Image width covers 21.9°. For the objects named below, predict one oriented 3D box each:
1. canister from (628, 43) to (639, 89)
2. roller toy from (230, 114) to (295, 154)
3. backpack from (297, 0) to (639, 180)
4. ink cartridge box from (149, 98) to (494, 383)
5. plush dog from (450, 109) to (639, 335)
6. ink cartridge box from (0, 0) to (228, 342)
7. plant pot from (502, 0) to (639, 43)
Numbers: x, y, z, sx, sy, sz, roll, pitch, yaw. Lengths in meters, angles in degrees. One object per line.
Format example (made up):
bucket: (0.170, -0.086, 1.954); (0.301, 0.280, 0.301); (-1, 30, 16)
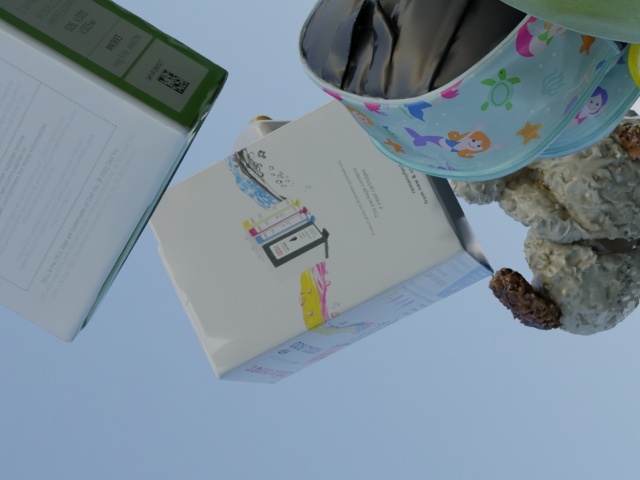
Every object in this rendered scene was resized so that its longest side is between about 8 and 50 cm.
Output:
canister: (0.282, -0.087, 1.023); (0.126, 0.073, 0.170); (48, 168, -29)
roller toy: (-0.037, -0.060, 2.100); (0.146, 0.191, 0.209); (-1, -91, -24)
backpack: (0.118, -0.160, 1.122); (0.225, 0.253, 0.191); (21, 158, 49)
ink cartridge box: (0.000, 0.000, 1.418); (0.168, 0.233, 0.171); (65, -170, 13)
plush dog: (0.281, -0.014, 1.703); (0.262, 0.225, 0.211); (-8, -167, -33)
ink cartridge box: (-0.153, -0.064, 0.615); (0.209, 0.109, 0.062); (30, -150, -5)
plant pot: (0.146, -0.237, 0.558); (0.275, 0.275, 0.293); (41, 172, 5)
